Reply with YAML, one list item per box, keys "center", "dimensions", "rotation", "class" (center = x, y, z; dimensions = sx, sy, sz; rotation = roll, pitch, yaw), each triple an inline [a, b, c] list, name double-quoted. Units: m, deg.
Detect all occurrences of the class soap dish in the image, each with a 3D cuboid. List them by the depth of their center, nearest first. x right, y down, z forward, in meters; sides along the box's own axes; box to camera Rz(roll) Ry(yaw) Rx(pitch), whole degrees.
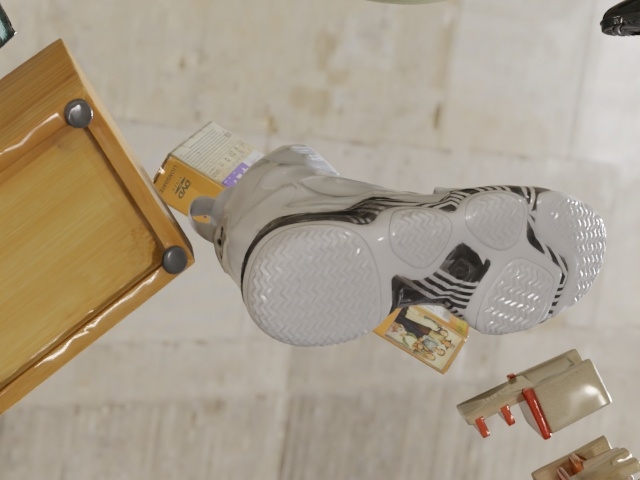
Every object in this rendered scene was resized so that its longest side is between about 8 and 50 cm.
- center: [-0.260, 0.009, 1.511]
  dimensions: [0.291, 0.229, 0.118]
  rotation: [-39, 28, -16]
  class: "soap dish"

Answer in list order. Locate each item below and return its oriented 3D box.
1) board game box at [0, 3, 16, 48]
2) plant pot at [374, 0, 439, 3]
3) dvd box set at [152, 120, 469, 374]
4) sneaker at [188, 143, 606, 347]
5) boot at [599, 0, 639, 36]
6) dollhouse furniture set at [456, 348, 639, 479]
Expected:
- center: [-0.429, -0.280, 2.082]
  dimensions: [0.026, 0.186, 0.126]
  rotation: [2, 37, 38]
  class: "board game box"
- center: [0.088, -0.363, 1.982]
  dimensions: [0.275, 0.275, 0.293]
  rotation: [12, -5, 24]
  class: "plant pot"
- center: [0.000, 0.000, 2.310]
  dimensions: [0.420, 0.062, 0.307]
  rotation: [32, 13, -1]
  class: "dvd box set"
- center: [0.065, -0.010, 1.637]
  dimensions: [0.366, 0.137, 0.210]
  rotation: [-6, 25, -28]
  class: "sneaker"
- center: [0.293, -0.232, 1.569]
  dimensions: [0.121, 0.099, 0.045]
  rotation: [-11, -11, 15]
  class: "boot"
- center: [0.253, 0.251, 1.818]
  dimensions: [0.135, 0.259, 0.262]
  rotation: [-27, 6, -1]
  class: "dollhouse furniture set"
